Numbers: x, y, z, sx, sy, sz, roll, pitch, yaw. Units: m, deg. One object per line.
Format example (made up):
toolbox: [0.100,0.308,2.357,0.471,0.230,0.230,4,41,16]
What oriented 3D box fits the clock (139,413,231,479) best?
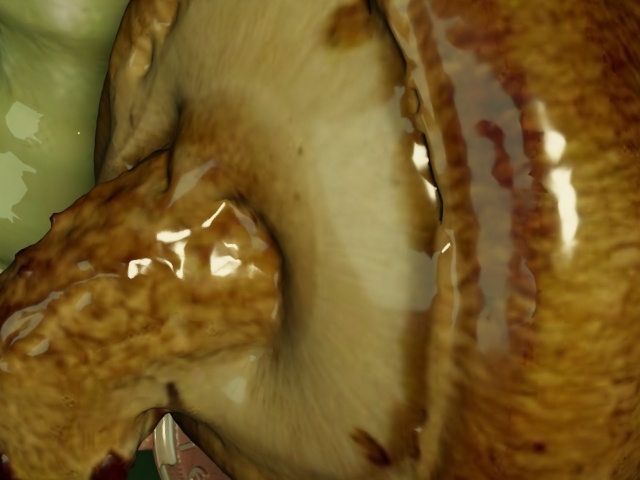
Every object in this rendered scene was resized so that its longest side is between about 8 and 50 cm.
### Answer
clock: [-0.023,0.103,0.882,0.162,0.092,0.166,-56,51,34]

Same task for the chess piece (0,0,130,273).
chess piece: [-0.122,-0.129,0.856,0.234,0.234,0.442,51,143,37]

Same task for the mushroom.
mushroom: [0.000,0.000,0.658,0.345,0.259,0.345,23,119,49]
